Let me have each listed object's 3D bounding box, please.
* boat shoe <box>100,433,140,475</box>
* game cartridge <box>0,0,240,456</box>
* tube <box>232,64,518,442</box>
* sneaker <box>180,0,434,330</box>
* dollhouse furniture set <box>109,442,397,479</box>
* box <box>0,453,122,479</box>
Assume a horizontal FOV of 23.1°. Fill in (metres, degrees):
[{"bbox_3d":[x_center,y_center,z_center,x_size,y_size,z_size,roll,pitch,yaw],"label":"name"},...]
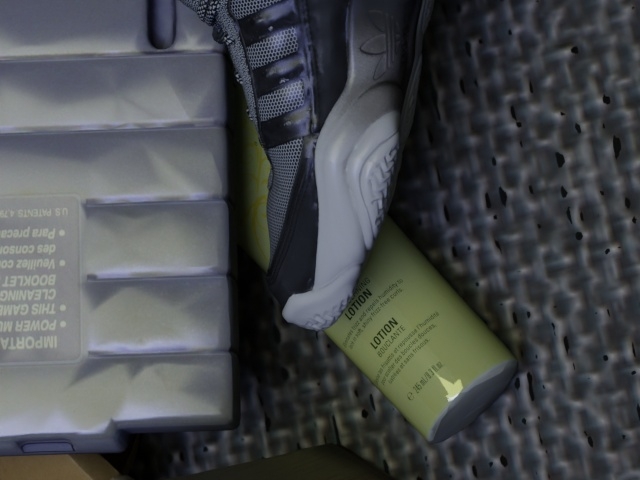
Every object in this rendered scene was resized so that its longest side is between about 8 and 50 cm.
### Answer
[{"bbox_3d":[-0.127,0.075,0.853,0.073,0.073,0.207,28,100,18],"label":"boat shoe"},{"bbox_3d":[-0.219,-0.006,0.779,0.355,0.068,0.230,-2,85,0],"label":"game cartridge"},{"bbox_3d":[0.000,0.000,0.813,0.070,0.062,0.240,-34,67,-19],"label":"tube"},{"bbox_3d":[-0.029,-0.095,0.713,0.153,0.101,0.268,12,111,6],"label":"sneaker"},{"bbox_3d":[0.088,0.259,0.656,0.394,0.256,0.362,30,99,21],"label":"dollhouse furniture set"},{"bbox_3d":[-0.193,0.130,0.860,0.201,0.021,0.164,40,126,25],"label":"box"}]
